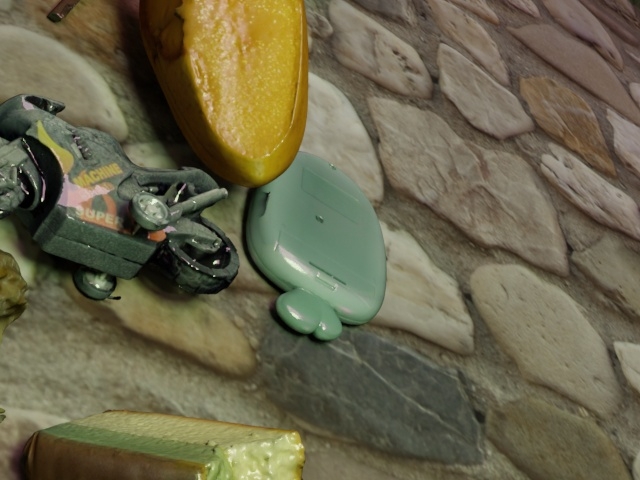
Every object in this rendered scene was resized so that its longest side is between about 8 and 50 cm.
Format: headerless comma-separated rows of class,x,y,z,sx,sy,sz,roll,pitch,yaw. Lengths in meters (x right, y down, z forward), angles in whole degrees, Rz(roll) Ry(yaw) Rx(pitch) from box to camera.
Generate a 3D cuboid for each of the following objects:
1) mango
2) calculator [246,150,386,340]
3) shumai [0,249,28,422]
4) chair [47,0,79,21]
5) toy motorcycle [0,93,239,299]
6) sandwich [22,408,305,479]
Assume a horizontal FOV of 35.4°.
mango,-0.095,-0.204,1.123,0.199,0.201,0.350,40,29,-58
calculator,0.000,0.000,1.153,0.186,0.041,0.298,32,33,-18
shumai,-0.290,0.072,0.687,0.209,0.162,0.152,0,74,-71
chair,-0.254,-0.411,1.204,0.176,0.183,0.326,38,34,-12
toy motorcycle,-0.208,-0.046,0.923,0.307,0.108,0.173,21,34,-35
sandwich,-0.104,0.183,0.708,0.108,0.186,0.220,-3,55,-52
